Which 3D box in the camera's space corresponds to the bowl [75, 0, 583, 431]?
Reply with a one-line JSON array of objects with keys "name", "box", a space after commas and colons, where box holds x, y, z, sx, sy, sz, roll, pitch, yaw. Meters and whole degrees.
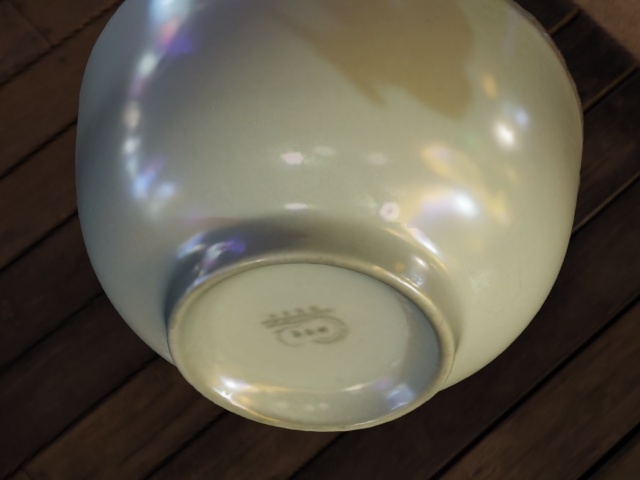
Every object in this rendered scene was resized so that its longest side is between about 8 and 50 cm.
[{"name": "bowl", "box": [0.000, 0.000, 0.711, 0.354, 0.353, 0.185, 4, 47, 2]}]
